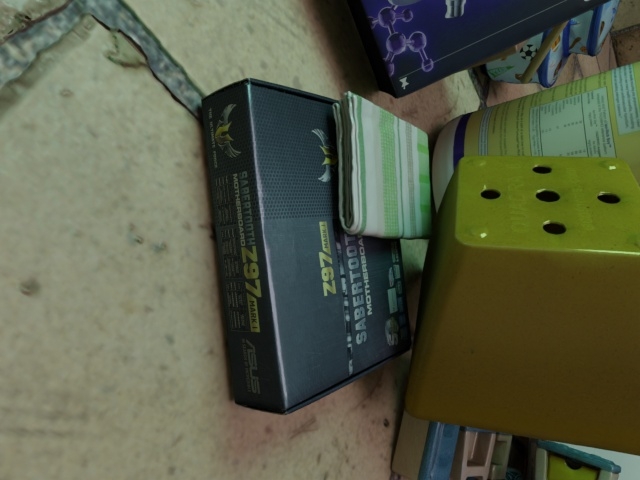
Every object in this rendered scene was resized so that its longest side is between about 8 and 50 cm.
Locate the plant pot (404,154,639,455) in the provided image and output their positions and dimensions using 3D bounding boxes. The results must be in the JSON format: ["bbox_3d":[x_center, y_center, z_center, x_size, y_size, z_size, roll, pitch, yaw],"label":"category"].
[{"bbox_3d":[0.197,0.036,0.436,0.212,0.212,0.187,-67,156,-49],"label":"plant pot"}]

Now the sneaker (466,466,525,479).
[{"bbox_3d":[0.217,0.368,0.557,0.262,0.125,0.104,-16,98,-50],"label":"sneaker"}]

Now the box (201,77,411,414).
[{"bbox_3d":[0.000,0.000,0.396,0.183,0.059,0.233,-5,89,-50],"label":"box"}]

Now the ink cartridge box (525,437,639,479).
[{"bbox_3d":[0.366,0.374,0.673,0.283,0.117,0.207,50,47,-62],"label":"ink cartridge box"}]

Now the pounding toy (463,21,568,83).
[{"bbox_3d":[0.220,-0.268,0.580,0.094,0.206,0.181,-45,119,-43],"label":"pounding toy"}]

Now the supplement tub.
[{"bbox_3d":[0.336,-0.080,0.587,0.241,0.331,0.241,16,69,-50],"label":"supplement tub"}]

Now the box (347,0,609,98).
[{"bbox_3d":[0.154,-0.283,0.460,0.103,0.261,0.184,-102,166,-64],"label":"box"}]

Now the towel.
[{"bbox_3d":[0.061,-0.057,0.420,0.152,0.023,0.113,4,84,-55],"label":"towel"}]

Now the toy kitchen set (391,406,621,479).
[{"bbox_3d":[0.215,0.224,0.522,0.207,0.166,0.122,24,76,-42],"label":"toy kitchen set"}]

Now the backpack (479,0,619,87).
[{"bbox_3d":[0.372,-0.388,0.767,0.276,0.213,0.263,-25,134,-46],"label":"backpack"}]
